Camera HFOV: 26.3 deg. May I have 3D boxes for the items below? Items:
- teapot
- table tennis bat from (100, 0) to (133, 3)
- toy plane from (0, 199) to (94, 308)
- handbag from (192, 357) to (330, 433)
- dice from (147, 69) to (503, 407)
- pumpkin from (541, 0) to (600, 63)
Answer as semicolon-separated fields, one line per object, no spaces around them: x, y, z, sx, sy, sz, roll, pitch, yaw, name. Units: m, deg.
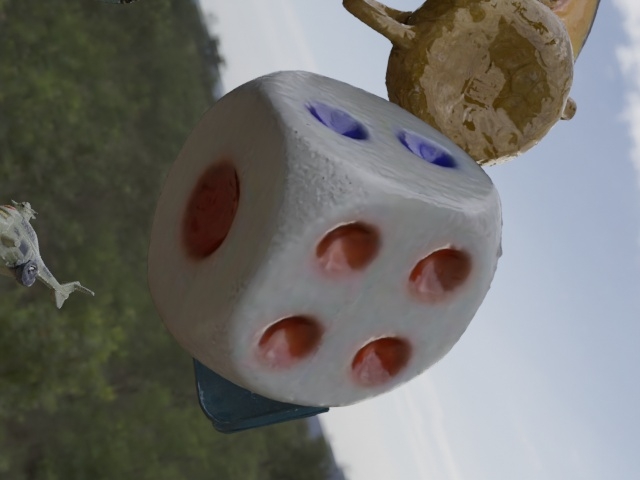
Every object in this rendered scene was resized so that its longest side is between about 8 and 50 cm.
0.156;-0.196;1.508;0.203;0.311;0.167;-62;-161;15;teapot
-0.228;-0.381;1.775;0.022;0.301;0.173;-126;-126;-65;table tennis bat
-0.415;0.024;1.944;0.108;0.092;0.286;-65;153;-23;toy plane
-0.078;0.126;1.772;0.062;0.179;0.229;67;11;-62;handbag
0.000;0.000;1.318;0.259;0.251;0.243;-60;-144;24;dice
0.275;-0.375;1.845;0.148;0.169;0.312;19;-63;46;pumpkin
